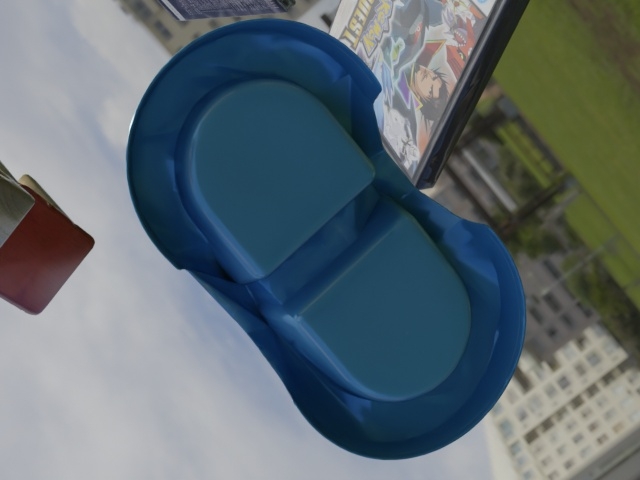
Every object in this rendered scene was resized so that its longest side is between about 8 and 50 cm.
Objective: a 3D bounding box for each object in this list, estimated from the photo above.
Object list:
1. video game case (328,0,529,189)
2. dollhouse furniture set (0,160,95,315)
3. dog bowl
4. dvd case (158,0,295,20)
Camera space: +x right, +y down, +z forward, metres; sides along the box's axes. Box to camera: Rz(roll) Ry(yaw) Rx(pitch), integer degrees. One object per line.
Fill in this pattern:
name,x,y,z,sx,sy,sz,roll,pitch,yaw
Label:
video game case,0.105,-0.239,1.333,0.035,0.275,0.248,-8,-129,-31
dollhouse furniture set,-0.248,0.016,0.608,0.152,0.201,0.374,36,173,24
dog bowl,0.000,0.000,0.748,0.297,0.166,0.074,50,170,-17
dvd case,-0.132,-0.265,1.081,0.164,0.018,0.221,46,162,-29
